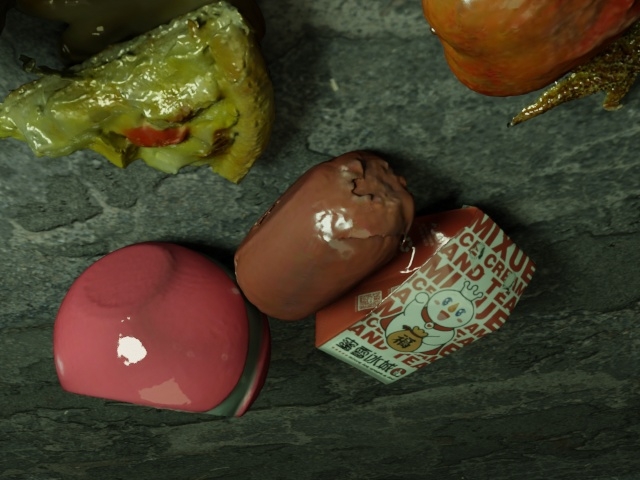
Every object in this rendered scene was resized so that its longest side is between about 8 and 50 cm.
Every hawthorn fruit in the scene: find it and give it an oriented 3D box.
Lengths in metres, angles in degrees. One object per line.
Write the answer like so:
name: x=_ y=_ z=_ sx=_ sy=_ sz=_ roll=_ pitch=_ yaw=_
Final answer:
hawthorn fruit: x=0.185 y=-0.235 z=0.527 sx=0.243 sy=0.207 sz=0.207 roll=-23 pitch=140 yaw=20

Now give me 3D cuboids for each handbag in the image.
handbag: x=0.141 y=0.067 z=0.981 sx=0.171 sy=0.151 sz=0.298 roll=33 pitch=129 yaw=-32

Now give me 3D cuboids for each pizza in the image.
pizza: x=-0.186 y=-0.116 z=0.703 sx=0.288 sy=0.075 sz=0.280 roll=-8 pitch=159 yaw=0

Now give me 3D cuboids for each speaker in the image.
speaker: x=-0.210 y=0.143 z=0.969 sx=0.294 sy=0.294 sz=0.294 roll=-1 pitch=145 yaw=-1

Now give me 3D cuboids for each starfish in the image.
starfish: x=0.289 y=-0.182 z=0.675 sx=0.227 sy=0.043 sz=0.240 roll=-28 pitch=153 yaw=-4

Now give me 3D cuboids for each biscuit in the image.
biscuit: x=-0.173 y=-0.223 z=0.638 sx=0.208 sy=0.047 sz=0.164 roll=-13 pitch=146 yaw=14

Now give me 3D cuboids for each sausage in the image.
sausage: x=0.000 y=0.000 z=0.878 sx=0.152 sy=0.152 sz=0.280 roll=22 pitch=138 yaw=-30

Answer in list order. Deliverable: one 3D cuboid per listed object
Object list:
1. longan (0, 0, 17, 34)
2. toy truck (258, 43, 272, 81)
longan: x=-0.357 y=-0.199 z=0.384 sx=0.391 sy=0.391 sz=0.391 roll=-1 pitch=145 yaw=-1
toy truck: x=-0.071 y=-0.179 z=0.725 sx=0.032 sy=0.024 sz=0.083 roll=-5 pitch=144 yaw=10
